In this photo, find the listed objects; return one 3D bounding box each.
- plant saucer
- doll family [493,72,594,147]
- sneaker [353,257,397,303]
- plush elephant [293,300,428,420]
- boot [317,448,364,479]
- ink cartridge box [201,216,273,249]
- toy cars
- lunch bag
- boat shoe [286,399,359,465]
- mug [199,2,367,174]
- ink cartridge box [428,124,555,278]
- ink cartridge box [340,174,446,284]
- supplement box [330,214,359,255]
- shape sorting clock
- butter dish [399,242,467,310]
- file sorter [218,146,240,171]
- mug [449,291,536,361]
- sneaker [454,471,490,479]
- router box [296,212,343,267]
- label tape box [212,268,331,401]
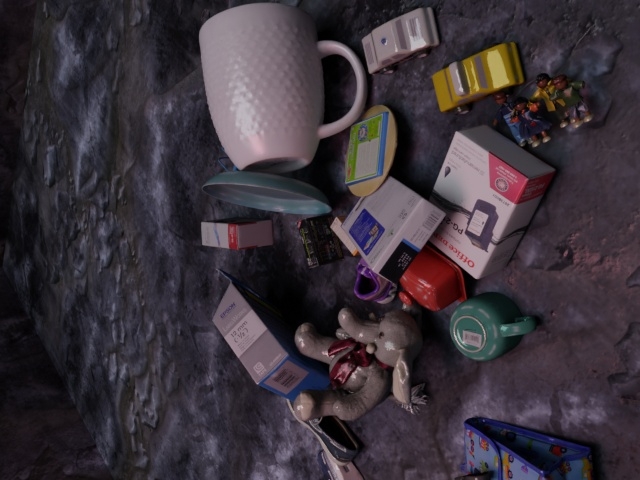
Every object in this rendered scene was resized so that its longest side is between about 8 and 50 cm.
[{"bbox_3d":[-0.126,-0.116,1.542,0.317,0.317,0.044,1,79,46],"label":"plant saucer"},{"bbox_3d":[0.382,-0.236,1.124,0.193,0.076,0.111,-28,107,41],"label":"doll family"},{"bbox_3d":[0.135,0.042,1.437,0.095,0.104,0.237,33,118,40],"label":"sneaker"},{"bbox_3d":[0.111,0.243,1.384,0.329,0.272,0.255,15,124,-3],"label":"plush elephant"},{"bbox_3d":[0.058,0.631,1.689,0.190,0.069,0.086,63,143,27],"label":"boot"},{"bbox_3d":[-0.237,-0.022,1.796,0.175,0.127,0.072,6,102,45],"label":"ink cartridge box"},{"bbox_3d":[0.216,-0.362,1.273,0.393,0.087,0.177,39,124,34],"label":"toy cars"},{"bbox_3d":[0.391,0.493,1.277,0.293,0.138,0.221,4,103,62],"label":"lunch bag"},{"bbox_3d":[0.005,0.473,1.679,0.254,0.095,0.079,51,132,24],"label":"boat shoe"},{"bbox_3d":[-0.078,-0.337,1.465,0.373,0.276,0.328,-9,83,9],"label":"mug"},{"bbox_3d":[0.307,-0.072,1.216,0.172,0.100,0.237,43,134,32],"label":"ink cartridge box"},{"bbox_3d":[0.137,-0.039,1.304,0.165,0.065,0.333,-56,17,9],"label":"ink cartridge box"},{"bbox_3d":[0.079,-0.015,1.514,0.098,0.062,0.036,51,132,25],"label":"supplement box"},{"bbox_3d":[0.112,-0.198,1.416,0.206,0.040,0.206,-26,58,53],"label":"shape sorting clock"},{"bbox_3d":[0.212,0.086,1.319,0.160,0.118,0.160,38,164,34],"label":"butter dish"},{"bbox_3d":[-0.191,-0.263,1.704,0.104,0.118,0.170,46,129,34],"label":"file sorter"},{"bbox_3d":[0.330,0.167,1.265,0.129,0.097,0.158,55,133,22],"label":"mug"},{"bbox_3d":[0.311,0.518,1.284,0.170,0.051,0.089,105,155,-67],"label":"sneaker"},{"bbox_3d":[0.000,0.000,1.579,0.038,0.092,0.123,-19,85,47],"label":"router box"},{"bbox_3d":[-0.149,0.249,1.652,0.115,0.249,0.347,-47,52,0],"label":"label tape box"}]
